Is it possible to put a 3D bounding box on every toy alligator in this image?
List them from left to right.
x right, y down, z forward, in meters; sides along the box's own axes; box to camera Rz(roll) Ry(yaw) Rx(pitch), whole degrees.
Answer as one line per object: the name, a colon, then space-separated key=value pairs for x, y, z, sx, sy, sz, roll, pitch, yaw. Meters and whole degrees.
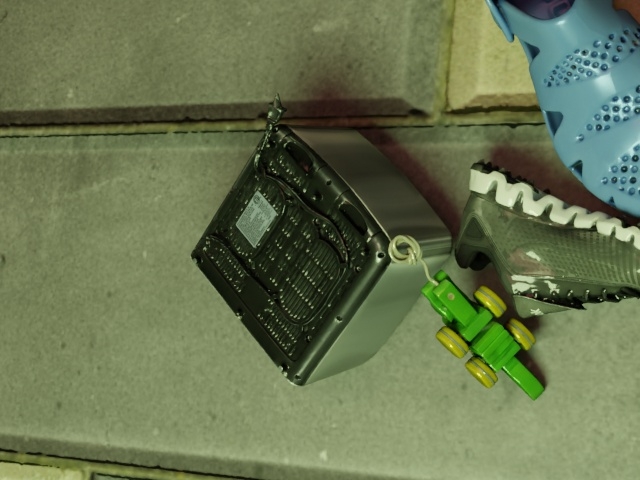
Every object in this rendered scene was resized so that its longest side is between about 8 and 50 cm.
toy alligator: x=0.112 y=0.058 z=1.059 sx=0.056 sy=0.190 sz=0.051 roll=-46 pitch=19 yaw=-6

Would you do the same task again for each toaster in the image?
toaster: x=0.000 y=0.000 z=1.113 sx=0.168 sy=0.110 sz=0.186 roll=48 pitch=122 yaw=25

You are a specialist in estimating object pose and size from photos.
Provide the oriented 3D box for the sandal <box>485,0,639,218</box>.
sandal: x=0.204 y=-0.154 z=1.043 sx=0.126 sy=0.138 sz=0.317 roll=-35 pitch=69 yaw=15

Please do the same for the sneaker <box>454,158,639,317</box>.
sneaker: x=0.203 y=0.023 z=1.046 sx=0.234 sy=0.078 sz=0.106 roll=26 pitch=95 yaw=32
